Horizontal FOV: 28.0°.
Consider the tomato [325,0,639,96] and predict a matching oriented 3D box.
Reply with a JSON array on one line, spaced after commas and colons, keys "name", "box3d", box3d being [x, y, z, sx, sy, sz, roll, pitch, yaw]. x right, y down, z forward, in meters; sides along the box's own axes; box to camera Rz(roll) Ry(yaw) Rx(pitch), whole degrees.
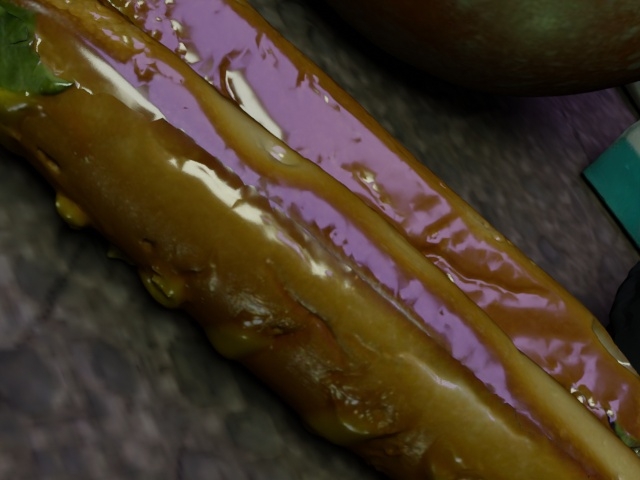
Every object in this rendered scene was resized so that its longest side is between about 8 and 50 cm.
[{"name": "tomato", "box3d": [0.088, -0.181, 0.543, 0.270, 0.223, 0.270, 10, 41, -9]}]

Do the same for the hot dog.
[{"name": "hot dog", "box3d": [0.000, 0.000, 0.396, 0.269, 0.072, 0.115, 42, 35, -8]}]

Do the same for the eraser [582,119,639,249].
[{"name": "eraser", "box3d": [0.228, 0.031, 0.641, 0.225, 0.052, 0.095, 55, 33, 9]}]

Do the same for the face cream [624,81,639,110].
[{"name": "face cream", "box3d": [0.167, -0.197, 0.784, 0.137, 0.084, 0.341, -21, 82, -52]}]

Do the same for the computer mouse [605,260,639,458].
[{"name": "computer mouse", "box3d": [0.233, 0.048, 0.523, 0.323, 0.116, 0.183, -27, 74, -29]}]
